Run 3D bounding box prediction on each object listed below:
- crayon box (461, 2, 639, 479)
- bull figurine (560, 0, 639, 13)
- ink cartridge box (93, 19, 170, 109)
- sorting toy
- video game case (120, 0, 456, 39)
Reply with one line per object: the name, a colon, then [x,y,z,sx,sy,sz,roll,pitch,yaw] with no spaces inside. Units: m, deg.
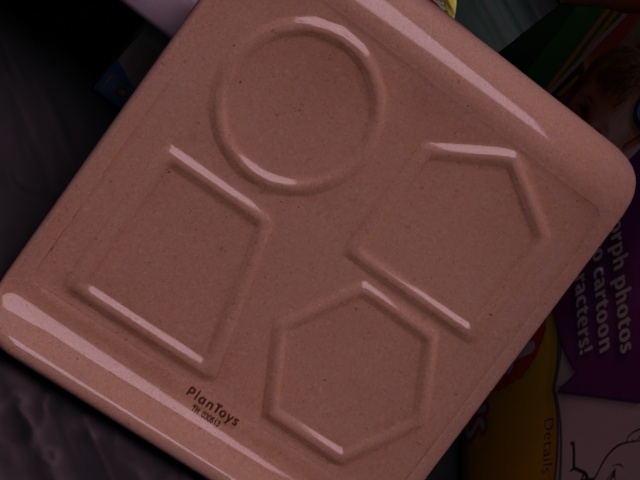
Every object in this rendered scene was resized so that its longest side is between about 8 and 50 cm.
crayon box: [0.190,0.014,0.546,0.106,0.313,0.363,21,54,-26]
bull figurine: [0.072,-0.182,0.630,0.188,0.101,0.310,2,21,-20]
ink cartridge box: [-0.051,-0.062,0.593,0.083,0.048,0.028,37,48,-15]
sorting toy: [0.000,0.000,0.544,0.193,0.038,0.208,35,90,-15]
video game case: [-0.033,-0.136,0.627,0.227,0.026,0.206,36,31,-14]
